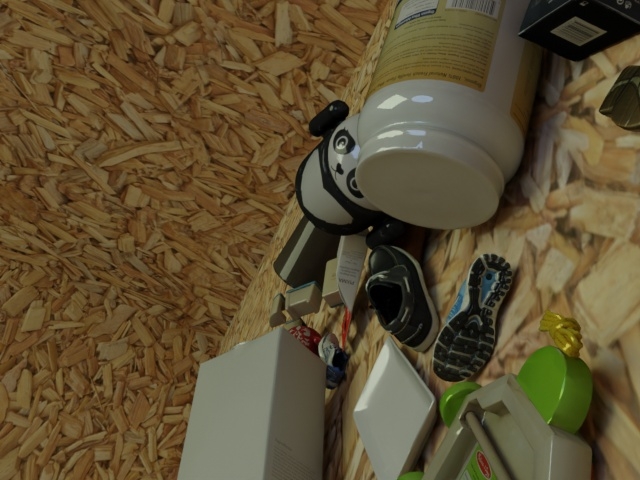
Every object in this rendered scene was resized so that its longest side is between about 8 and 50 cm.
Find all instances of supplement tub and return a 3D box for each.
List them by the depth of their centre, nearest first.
[{"bbox_3d":[0.181,-0.197,0.991,0.228,0.228,0.316,133,159,-63],"label":"supplement tub"}]

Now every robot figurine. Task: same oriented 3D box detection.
[{"bbox_3d":[0.057,-0.106,1.195,0.278,0.209,0.174,-33,31,63],"label":"robot figurine"}]

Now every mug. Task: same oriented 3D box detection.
[{"bbox_3d":[-0.032,0.270,1.540,0.169,0.150,0.113,-76,-24,-60],"label":"mug"}]

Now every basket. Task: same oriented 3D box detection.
[{"bbox_3d":[0.000,0.000,1.778,0.227,0.154,0.204,-61,7,15],"label":"basket"}]

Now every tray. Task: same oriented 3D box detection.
[{"bbox_3d":[0.106,0.239,0.996,0.270,0.030,0.145,-125,57,-78],"label":"tray"}]

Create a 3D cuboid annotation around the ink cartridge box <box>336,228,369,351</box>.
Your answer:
[{"bbox_3d":[0.047,0.080,1.418,0.189,0.066,0.233,-79,7,-81],"label":"ink cartridge box"}]

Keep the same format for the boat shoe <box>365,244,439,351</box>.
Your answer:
[{"bbox_3d":[0.110,0.071,1.084,0.084,0.079,0.233,-58,24,23],"label":"boat shoe"}]

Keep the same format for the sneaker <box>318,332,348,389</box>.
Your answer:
[{"bbox_3d":[0.031,0.229,1.395,0.058,0.052,0.135,-50,25,30],"label":"sneaker"}]

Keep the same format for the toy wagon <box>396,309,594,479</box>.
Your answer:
[{"bbox_3d":[0.158,0.228,0.630,0.267,0.068,0.345,-104,39,-74],"label":"toy wagon"}]

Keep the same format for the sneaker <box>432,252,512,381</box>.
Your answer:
[{"bbox_3d":[0.185,0.096,0.858,0.162,0.063,0.073,-64,-8,-4],"label":"sneaker"}]

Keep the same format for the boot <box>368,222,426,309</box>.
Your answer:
[{"bbox_3d":[0.141,-0.007,1.297,0.264,0.096,0.281,162,123,-68],"label":"boot"}]

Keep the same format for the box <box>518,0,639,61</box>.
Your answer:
[{"bbox_3d":[0.333,-0.319,0.843,0.156,0.093,0.158,-179,110,-80],"label":"box"}]

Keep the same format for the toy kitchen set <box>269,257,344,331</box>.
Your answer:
[{"bbox_3d":[0.004,0.159,1.643,0.207,0.166,0.122,-21,33,22],"label":"toy kitchen set"}]

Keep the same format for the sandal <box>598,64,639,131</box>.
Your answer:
[{"bbox_3d":[0.315,-0.135,0.683,0.072,0.049,0.180,-59,-3,16],"label":"sandal"}]

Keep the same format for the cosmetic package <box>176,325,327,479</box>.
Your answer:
[{"bbox_3d":[-0.118,0.365,1.228,0.217,0.156,0.385,-26,36,28],"label":"cosmetic package"}]
